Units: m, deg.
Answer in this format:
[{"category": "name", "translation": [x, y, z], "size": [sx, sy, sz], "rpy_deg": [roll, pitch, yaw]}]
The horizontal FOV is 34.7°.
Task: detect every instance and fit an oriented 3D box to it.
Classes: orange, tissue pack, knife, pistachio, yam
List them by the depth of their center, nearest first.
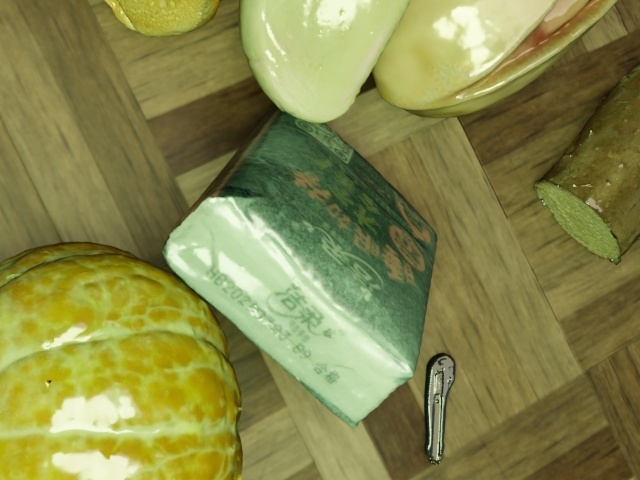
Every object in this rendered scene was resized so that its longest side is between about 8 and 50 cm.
[{"category": "orange", "translation": [-0.213, 0.162, 0.850], "size": [0.249, 0.329, 0.329], "rpy_deg": [1, 81, -40]}, {"category": "tissue pack", "translation": [0.000, 0.000, 0.959], "size": [0.228, 0.316, 0.103], "rpy_deg": [42, 113, -8]}, {"category": "pistachio", "translation": [0.181, -0.256, 1.081], "size": [0.308, 0.230, 0.230], "rpy_deg": [-35, 94, 7]}, {"category": "knife", "translation": [0.128, 0.183, 1.117], "size": [0.031, 0.018, 0.121], "rpy_deg": [6, 82, -15]}, {"category": "yam", "translation": [0.356, -0.100, 1.173], "size": [0.128, 0.129, 0.238], "rpy_deg": [34, 73, 21]}]

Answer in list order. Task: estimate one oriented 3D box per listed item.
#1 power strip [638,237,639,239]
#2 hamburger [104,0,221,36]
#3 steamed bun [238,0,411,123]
[{"category": "power strip", "translation": [0.509, -0.023, 1.216], "size": [0.261, 0.141, 0.230], "rpy_deg": [-17, 106, -25]}, {"category": "hamburger", "translation": [-0.172, -0.295, 0.994], "size": [0.213, 0.214, 0.108], "rpy_deg": [35, 69, -10]}, {"category": "steamed bun", "translation": [-0.007, -0.243, 0.968], "size": [0.152, 0.170, 0.239], "rpy_deg": [25, 107, -18]}]
